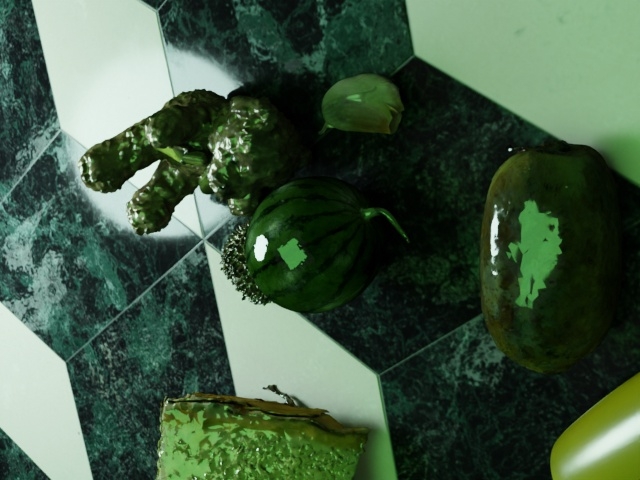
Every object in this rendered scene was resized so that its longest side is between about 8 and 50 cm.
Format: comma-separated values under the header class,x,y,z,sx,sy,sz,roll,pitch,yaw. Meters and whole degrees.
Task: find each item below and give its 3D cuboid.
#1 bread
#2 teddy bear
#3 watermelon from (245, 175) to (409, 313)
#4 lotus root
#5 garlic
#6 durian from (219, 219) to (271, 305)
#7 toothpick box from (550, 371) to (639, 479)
class,x,y,z,sx,sy,sz,roll,pitch,yaw
bread,-0.100,0.355,1.445,0.315,0.279,0.249,8,87,-2
teddy bear,-0.175,-0.100,1.312,0.296,0.246,0.222,-40,42,3
watermelon,0.000,0.000,1.224,0.214,0.188,0.188,-35,82,35
lotus root,0.269,0.024,1.058,0.160,0.152,0.275,5,108,26
garlic,0.043,-0.181,1.216,0.152,0.066,0.084,4,108,33
durian,-0.093,0.024,1.362,0.148,0.091,0.189,37,120,22
toothpick box,0.392,0.232,1.016,0.175,0.175,0.271,54,130,11
